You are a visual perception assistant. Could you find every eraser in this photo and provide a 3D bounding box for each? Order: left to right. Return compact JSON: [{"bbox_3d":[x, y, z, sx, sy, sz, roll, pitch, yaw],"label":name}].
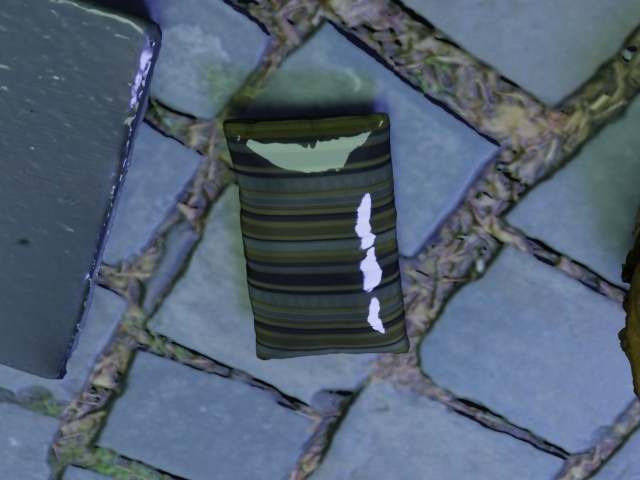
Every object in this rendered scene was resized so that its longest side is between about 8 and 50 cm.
[{"bbox_3d":[-0.191,-0.032,1.258,0.111,0.077,0.352,18,127,-3],"label":"eraser"}]

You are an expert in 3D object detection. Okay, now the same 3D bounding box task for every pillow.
[{"bbox_3d":[0.000,0.000,1.278,0.113,0.038,0.203,-2,126,5],"label":"pillow"}]

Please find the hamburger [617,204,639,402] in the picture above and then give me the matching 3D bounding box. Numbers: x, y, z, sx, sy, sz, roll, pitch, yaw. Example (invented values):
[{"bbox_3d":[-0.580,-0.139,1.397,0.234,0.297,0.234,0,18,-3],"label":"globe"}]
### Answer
[{"bbox_3d":[0.328,0.047,1.186,0.283,0.144,0.259,-7,124,23],"label":"hamburger"}]
